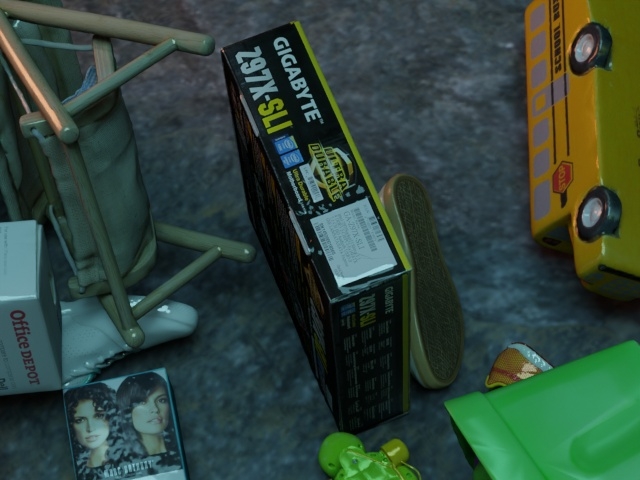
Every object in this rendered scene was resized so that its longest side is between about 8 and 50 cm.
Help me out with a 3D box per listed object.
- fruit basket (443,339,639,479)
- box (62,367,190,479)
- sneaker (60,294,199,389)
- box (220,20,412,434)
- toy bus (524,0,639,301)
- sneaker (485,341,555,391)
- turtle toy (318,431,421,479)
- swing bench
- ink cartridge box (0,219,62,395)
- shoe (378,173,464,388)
[{"bbox_3d":[0.191,0.305,1.338,0.392,0.283,0.392,-5,68,11],"label":"fruit basket"},{"bbox_3d":[-0.163,0.244,1.514,0.100,0.060,0.244,-12,64,-4],"label":"box"},{"bbox_3d":[-0.218,0.102,1.589,0.212,0.080,0.094,-3,75,8],"label":"sneaker"},{"bbox_3d":[0.000,0.000,1.485,0.079,0.322,0.257,-22,64,-8],"label":"box"},{"bbox_3d":[0.272,-0.098,1.620,0.108,0.130,0.333,16,60,-27],"label":"toy bus"},{"bbox_3d":[0.231,0.165,1.550,0.175,0.064,0.067,35,89,23],"label":"sneaker"},{"bbox_3d":[0.044,0.225,1.514,0.095,0.066,0.130,-30,66,-12],"label":"turtle toy"},{"bbox_3d":[-0.213,-0.085,1.522,0.165,0.253,0.254,-37,46,-27],"label":"swing bench"},{"bbox_3d":[-0.339,0.066,1.472,0.212,0.154,0.093,-6,54,-4],"label":"ink cartridge box"},{"bbox_3d":[0.086,0.044,1.612,0.058,0.076,0.219,-29,59,38],"label":"shoe"}]
